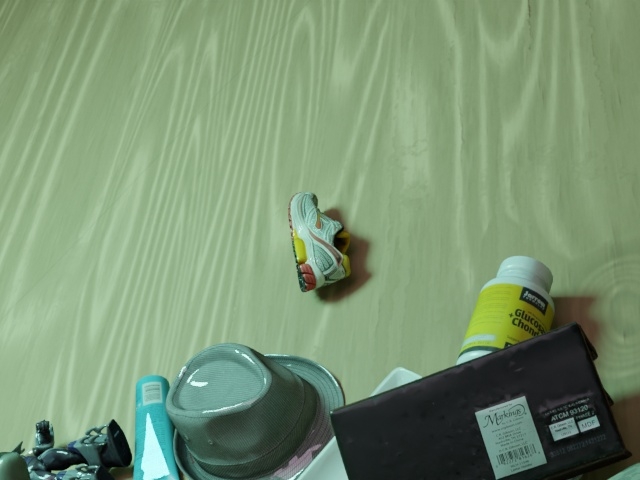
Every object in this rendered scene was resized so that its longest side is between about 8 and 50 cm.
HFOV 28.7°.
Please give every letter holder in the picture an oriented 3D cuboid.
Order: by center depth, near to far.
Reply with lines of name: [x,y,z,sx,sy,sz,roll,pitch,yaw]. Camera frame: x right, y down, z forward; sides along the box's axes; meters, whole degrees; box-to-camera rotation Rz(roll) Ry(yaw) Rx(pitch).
letter holder: [0.197,0.233,1.468,0.302,0.214,0.152,-22,71,12]

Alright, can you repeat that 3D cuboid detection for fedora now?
fedora: [-0.115,0.233,1.784,0.275,0.124,0.244,9,55,43]

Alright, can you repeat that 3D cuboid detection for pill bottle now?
pill bottle: [0.250,0.113,1.654,0.103,0.103,0.184,-4,46,34]

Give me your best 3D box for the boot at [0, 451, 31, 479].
boot: [-0.376,0.411,1.749,0.161,0.083,0.246,-11,85,28]

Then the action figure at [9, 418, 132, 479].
action figure: [-0.426,0.348,1.910,0.285,0.099,0.185,-9,36,26]

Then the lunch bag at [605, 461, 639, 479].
lunch bag: [0.278,0.369,1.262,0.305,0.212,0.256,-30,20,1]

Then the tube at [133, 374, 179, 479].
tube: [-0.250,0.297,1.884,0.080,0.052,0.207,-27,42,18]

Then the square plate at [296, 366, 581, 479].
square plate: [0.107,0.346,1.551,0.344,0.049,0.347,-47,38,-17]

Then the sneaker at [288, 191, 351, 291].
sneaker: [0.000,0.000,2.005,0.092,0.088,0.225,-10,39,-2]
